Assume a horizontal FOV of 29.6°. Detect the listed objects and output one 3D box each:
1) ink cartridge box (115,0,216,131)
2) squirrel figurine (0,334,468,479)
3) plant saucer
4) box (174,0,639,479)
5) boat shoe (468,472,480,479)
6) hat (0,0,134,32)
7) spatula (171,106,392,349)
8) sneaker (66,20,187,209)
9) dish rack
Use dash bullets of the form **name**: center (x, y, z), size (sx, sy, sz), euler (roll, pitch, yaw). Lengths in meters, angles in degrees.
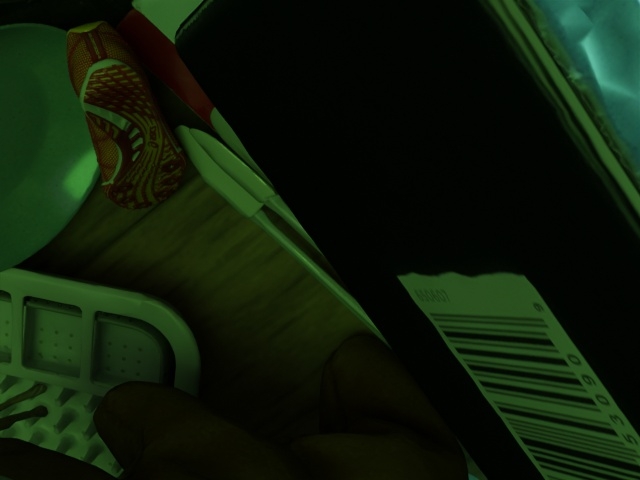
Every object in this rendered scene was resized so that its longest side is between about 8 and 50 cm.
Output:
- **ink cartridge box**: center (0.049, -0.101, 0.768), size (0.309, 0.130, 0.272), euler (43, 112, -14)
- **squirrel figurine**: center (-0.069, 0.236, 0.717), size (0.370, 0.397, 0.281), euler (19, 111, -43)
- **plant saucer**: center (-0.229, -0.064, 0.829), size (0.037, 0.195, 0.195), euler (34, 116, 30)
- **box**: center (0.278, -0.055, 0.554), size (0.472, 0.297, 0.480), euler (-39, 100, -17)
- **boat shoe**: center (0.067, 0.308, 0.942), size (0.102, 0.108, 0.301), euler (27, 111, -5)
- **hat**: center (-0.211, -0.246, 0.773), size (0.331, 0.331, 0.134), euler (-41, 54, 21)
- **spatula**: center (0.000, 0.000, 0.831), size (0.242, 0.168, 0.019), euler (42, 73, -12)
- **sneaker**: center (-0.134, -0.084, 0.845), size (0.064, 0.067, 0.175), euler (-16, 147, -10)
- **dish rack**: center (-0.236, 0.164, 0.971), size (0.285, 0.072, 0.333), euler (11, 111, 7)
